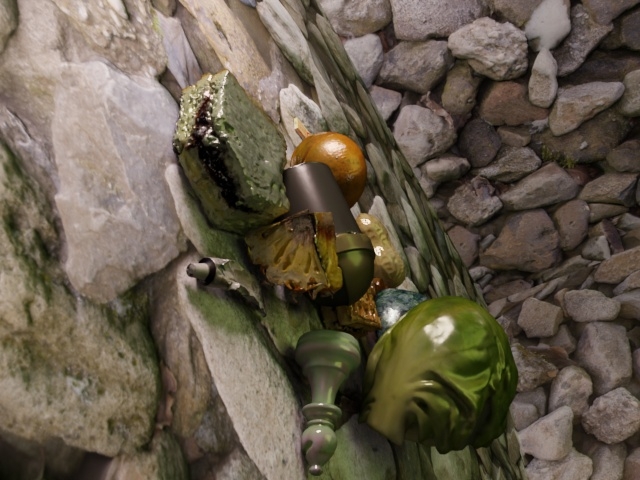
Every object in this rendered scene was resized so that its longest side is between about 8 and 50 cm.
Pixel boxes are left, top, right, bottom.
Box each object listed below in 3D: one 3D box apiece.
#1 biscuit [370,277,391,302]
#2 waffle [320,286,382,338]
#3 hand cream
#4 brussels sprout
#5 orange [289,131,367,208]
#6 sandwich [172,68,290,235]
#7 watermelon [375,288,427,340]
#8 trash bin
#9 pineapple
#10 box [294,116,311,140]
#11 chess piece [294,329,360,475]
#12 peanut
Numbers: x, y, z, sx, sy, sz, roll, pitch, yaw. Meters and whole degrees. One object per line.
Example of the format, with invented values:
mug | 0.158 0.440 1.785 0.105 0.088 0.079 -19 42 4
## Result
biscuit | 0.201 0.208 1.872 0.236 0.039 0.180 27 49 -60
waffle | 0.053 0.094 1.562 0.213 0.091 0.308 27 43 -59
hand cream | -0.163 0.078 1.108 0.257 0.050 0.084 35 33 -59
brussels sprout | 0.300 0.316 1.455 0.425 0.342 0.361 21 75 -59
orange | 0.014 -0.179 1.587 0.171 0.240 0.240 -9 73 -36
sandwich | -0.175 -0.169 1.231 0.262 0.131 0.326 48 27 -42
watermelon | 0.262 0.294 1.745 0.226 0.148 0.319 39 42 -68
trash bin | 0.000 0.000 1.370 0.214 0.214 0.334 21 43 -63
pineapple | -0.041 0.021 1.213 0.236 0.186 0.114 28 15 24
box | -0.055 -0.347 1.901 0.093 0.015 0.058 48 25 -39
chess piece | 0.003 0.322 1.163 0.139 0.139 0.272 48 38 -40
peanut | 0.188 0.035 1.950 0.275 0.111 0.125 62 24 0
